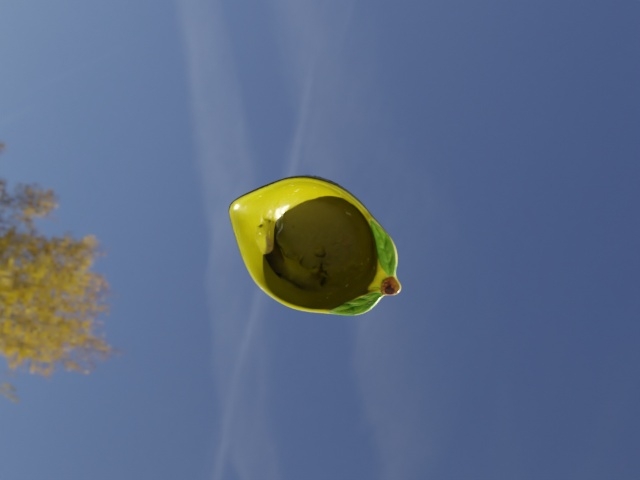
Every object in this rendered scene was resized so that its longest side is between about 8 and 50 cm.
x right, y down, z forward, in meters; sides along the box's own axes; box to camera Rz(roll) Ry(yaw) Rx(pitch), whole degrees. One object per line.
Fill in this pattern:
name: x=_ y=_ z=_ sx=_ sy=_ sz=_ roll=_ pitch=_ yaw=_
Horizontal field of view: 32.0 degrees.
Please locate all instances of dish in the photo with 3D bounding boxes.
dish: x=0.000 y=0.000 z=1.239 sx=0.149 sy=0.207 sz=0.080 roll=-63 pitch=176 yaw=17
